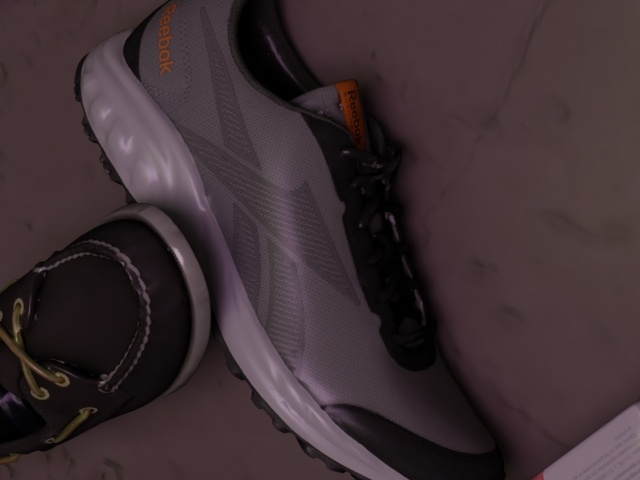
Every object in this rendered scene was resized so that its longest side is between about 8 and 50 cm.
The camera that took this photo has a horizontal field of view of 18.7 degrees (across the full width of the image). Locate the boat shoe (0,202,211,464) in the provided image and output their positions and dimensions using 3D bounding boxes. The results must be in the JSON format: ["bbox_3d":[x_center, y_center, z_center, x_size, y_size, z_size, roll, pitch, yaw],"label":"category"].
[{"bbox_3d":[-0.117,0.052,0.880,0.081,0.069,0.228,61,149,9],"label":"boat shoe"}]

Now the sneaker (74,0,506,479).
[{"bbox_3d":[0.000,0.000,0.860,0.108,0.100,0.271,-38,82,21],"label":"sneaker"}]

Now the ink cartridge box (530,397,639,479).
[{"bbox_3d":[0.163,0.172,0.828,0.115,0.067,0.198,-41,79,26],"label":"ink cartridge box"}]
